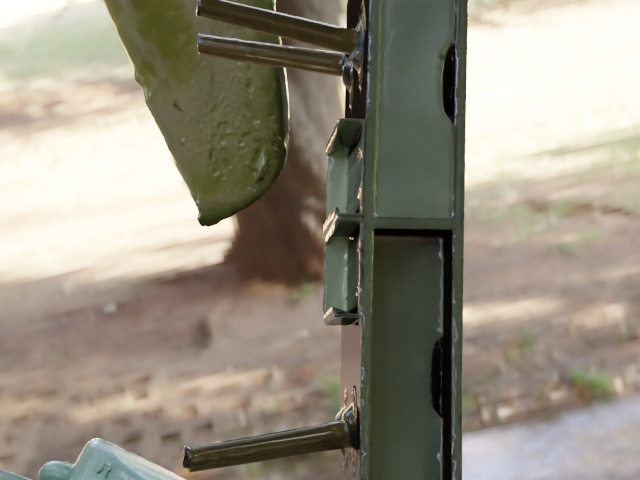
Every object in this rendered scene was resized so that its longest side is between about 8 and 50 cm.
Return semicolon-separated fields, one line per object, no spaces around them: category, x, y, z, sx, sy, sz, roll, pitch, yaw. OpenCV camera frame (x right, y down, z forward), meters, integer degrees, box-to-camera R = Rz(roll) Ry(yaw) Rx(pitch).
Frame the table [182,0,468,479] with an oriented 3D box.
table;0.000;0.000;0.760;0.111;0.240;0.121;2;-7;-4

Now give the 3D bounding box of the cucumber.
cucumber;-0.102;-0.179;1.310;0.145;0.325;0.105;-20;11;11

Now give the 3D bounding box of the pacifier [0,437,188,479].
pacifier;-0.072;0.136;0.618;0.150;0.117;0.127;27;-18;-2
